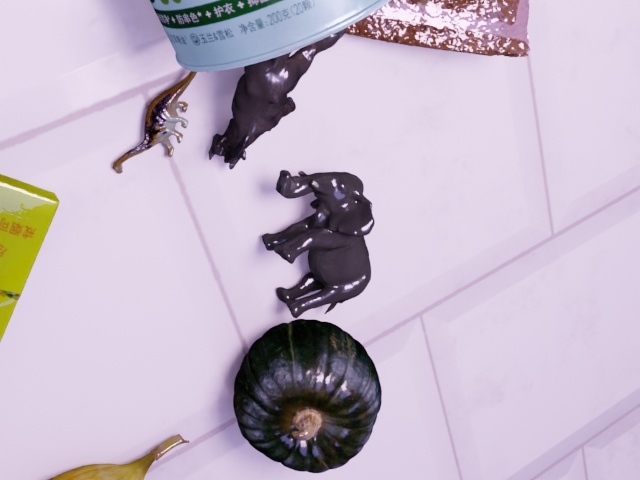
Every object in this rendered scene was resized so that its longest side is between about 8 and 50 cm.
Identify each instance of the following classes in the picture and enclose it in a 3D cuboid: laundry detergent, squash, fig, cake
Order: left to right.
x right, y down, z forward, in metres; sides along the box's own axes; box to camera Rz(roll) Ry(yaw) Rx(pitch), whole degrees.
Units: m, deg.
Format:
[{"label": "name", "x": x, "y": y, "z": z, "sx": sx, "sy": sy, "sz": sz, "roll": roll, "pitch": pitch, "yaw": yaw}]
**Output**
[{"label": "fig", "x": -0.274, "y": 0.347, "z": 1.012, "sx": 0.257, "sy": 0.159, "sz": 0.159, "roll": -40, "pitch": 124, "yaw": -31}, {"label": "laundry detergent", "x": -0.079, "y": -0.367, "z": 0.743, "sx": 0.287, "sy": 0.287, "sz": 0.305, "roll": -34, "pitch": 122, "yaw": -14}, {"label": "squash", "x": -0.017, "y": 0.218, "z": 1.068, "sx": 0.218, "sy": 0.172, "sz": 0.218, "roll": -9, "pitch": 111, "yaw": -25}, {"label": "cake", "x": 0.131, "y": -0.314, "z": 1.015, "sx": 0.295, "sy": 0.113, "sz": 0.116, "roll": 7, "pitch": 104, "yaw": -18}]

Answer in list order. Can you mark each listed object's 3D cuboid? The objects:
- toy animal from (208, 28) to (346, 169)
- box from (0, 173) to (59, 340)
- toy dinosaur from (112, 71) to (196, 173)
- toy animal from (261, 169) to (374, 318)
[{"label": "toy animal", "x": -0.059, "y": -0.175, "z": 0.904, "sx": 0.084, "sy": 0.233, "sz": 0.148, "roll": 29, "pitch": 51, "yaw": -11}, {"label": "box", "x": -0.443, "y": 0.073, "z": 0.851, "sx": 0.187, "sy": 0.047, "sz": 0.335, "roll": 21, "pitch": 97, "yaw": -34}, {"label": "toy dinosaur", "x": -0.180, "y": -0.146, "z": 0.920, "sx": 0.058, "sy": 0.037, "sz": 0.180, "roll": 30, "pitch": 93, "yaw": -39}, {"label": "toy animal", "x": -0.002, "y": -0.004, "z": 1.042, "sx": 0.146, "sy": 0.115, "sz": 0.245, "roll": -22, "pitch": 140, "yaw": -13}]
